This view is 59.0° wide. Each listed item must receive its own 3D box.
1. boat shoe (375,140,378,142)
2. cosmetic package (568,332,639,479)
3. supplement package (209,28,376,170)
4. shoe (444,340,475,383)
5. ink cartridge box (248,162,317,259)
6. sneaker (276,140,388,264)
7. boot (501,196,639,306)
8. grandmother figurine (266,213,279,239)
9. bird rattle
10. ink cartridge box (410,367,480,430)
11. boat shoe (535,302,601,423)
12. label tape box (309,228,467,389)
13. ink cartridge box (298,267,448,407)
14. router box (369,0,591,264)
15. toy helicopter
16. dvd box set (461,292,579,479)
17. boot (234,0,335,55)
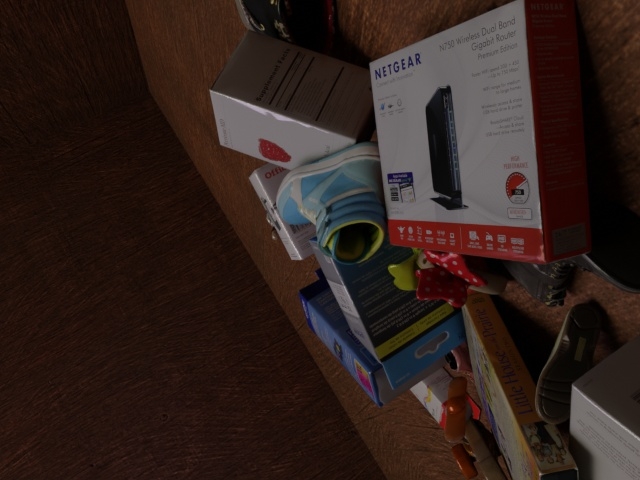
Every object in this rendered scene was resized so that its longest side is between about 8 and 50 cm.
[{"bbox_3d":[0.154,-0.134,1.097,0.307,0.104,0.111,28,144,62],"label":"boat shoe"},{"bbox_3d":[0.484,0.341,0.824,0.197,0.155,0.365,43,157,48],"label":"cosmetic package"},{"bbox_3d":[-0.044,-0.256,1.126,0.293,0.175,0.177,21,155,8],"label":"supplement package"},{"bbox_3d":[0.335,0.285,1.309,0.063,0.081,0.178,38,152,54],"label":"shoe"},{"bbox_3d":[-0.047,-0.109,1.582,0.273,0.198,0.115,63,165,-6],"label":"ink cartridge box"},{"bbox_3d":[0.007,-0.040,1.047,0.127,0.208,0.319,26,150,-29],"label":"sneaker"},{"bbox_3d":[0.358,0.028,0.826,0.263,0.091,0.229,54,168,40],"label":"boot"},{"bbox_3d":[-0.139,-0.101,2.009,0.104,0.208,0.342,20,173,-4],"label":"grandmother figurine"},{"bbox_3d":[0.245,0.045,1.026,0.253,0.207,0.143,-164,86,-71],"label":"bird rattle"},{"bbox_3d":[0.332,0.428,1.569,0.231,0.078,0.134,47,159,37],"label":"ink cartridge box"},{"bbox_3d":[0.382,0.193,0.874,0.068,0.190,0.072,25,170,15],"label":"boat shoe"},{"bbox_3d":[0.163,0.097,1.204,0.348,0.249,0.115,65,163,-16],"label":"label tape box"},{"bbox_3d":[0.129,0.183,1.417,0.395,0.270,0.151,41,153,48],"label":"ink cartridge box"},{"bbox_3d":[0.202,-0.135,0.793,0.335,0.082,0.301,7,107,64],"label":"router box"},{"bbox_3d":[0.353,0.449,1.255,0.235,0.140,0.355,62,-175,0],"label":"toy helicopter"},{"bbox_3d":[0.359,0.330,1.042,0.420,0.062,0.308,-96,-10,-58],"label":"dvd box set"},{"bbox_3d":[-0.108,-0.548,1.127,0.284,0.138,0.377,48,163,41],"label":"boot"}]
